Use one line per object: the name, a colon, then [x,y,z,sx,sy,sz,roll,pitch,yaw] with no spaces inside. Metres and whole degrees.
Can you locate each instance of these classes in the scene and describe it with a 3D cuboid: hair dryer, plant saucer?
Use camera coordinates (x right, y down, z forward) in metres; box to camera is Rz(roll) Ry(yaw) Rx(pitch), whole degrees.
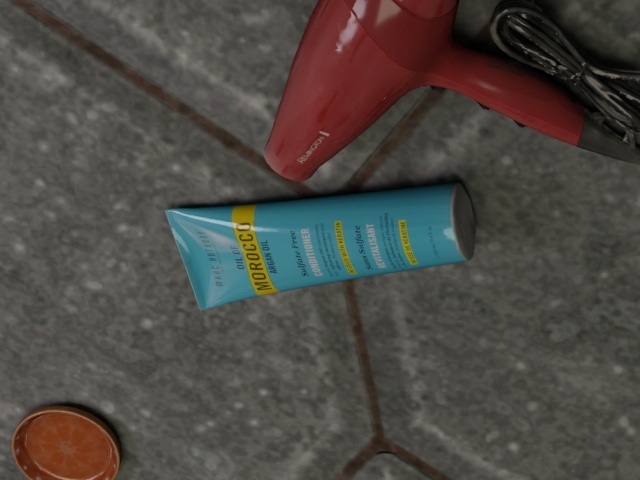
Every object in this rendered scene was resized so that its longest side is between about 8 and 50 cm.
hair dryer: [0.093,-0.102,1.196,0.294,0.080,0.223,-15,120,19]
plant saucer: [-0.191,0.158,1.451,0.084,0.013,0.083,5,123,8]

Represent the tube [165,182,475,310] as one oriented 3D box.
tube: [0.000,0.000,1.301,0.207,0.052,0.080,-8,110,21]
